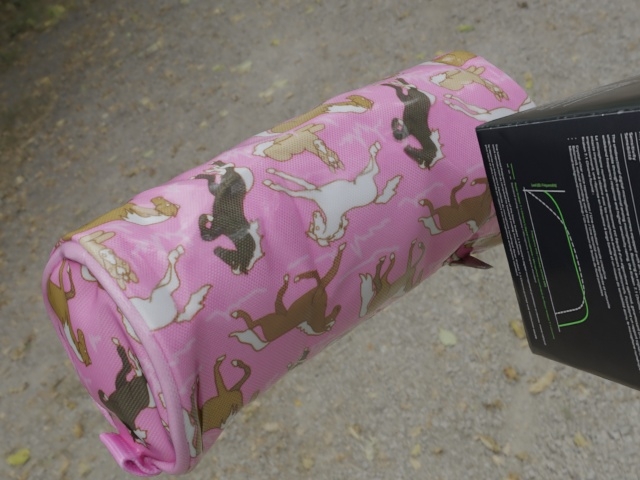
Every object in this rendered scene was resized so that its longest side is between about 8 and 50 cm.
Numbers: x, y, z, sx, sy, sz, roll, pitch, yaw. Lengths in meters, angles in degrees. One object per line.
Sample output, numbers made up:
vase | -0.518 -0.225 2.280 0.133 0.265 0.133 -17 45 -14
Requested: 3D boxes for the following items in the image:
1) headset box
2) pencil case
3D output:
headset box | 0.245 -0.027 0.348 0.246 0.131 0.283 -19 9 -16
pencil case | 0.000 0.000 0.601 0.386 0.167 0.160 -29 -9 -34
